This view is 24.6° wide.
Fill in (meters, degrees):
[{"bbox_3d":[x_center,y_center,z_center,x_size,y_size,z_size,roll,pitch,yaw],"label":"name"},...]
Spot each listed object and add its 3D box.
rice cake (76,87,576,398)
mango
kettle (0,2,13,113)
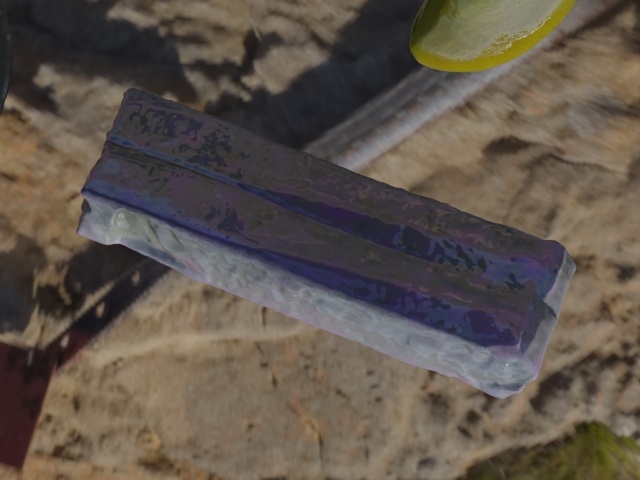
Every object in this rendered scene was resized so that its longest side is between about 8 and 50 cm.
[{"bbox_3d":[-0.002,0.001,0.877,0.298,0.106,0.050,20,137,9],"label":"rice cake"},{"bbox_3d":[0.153,-0.216,1.218,0.122,0.085,0.191,1,142,-22],"label":"mango"},{"bbox_3d":[-0.287,-0.136,0.761,0.232,0.144,0.202,28,101,20],"label":"kettle"}]
